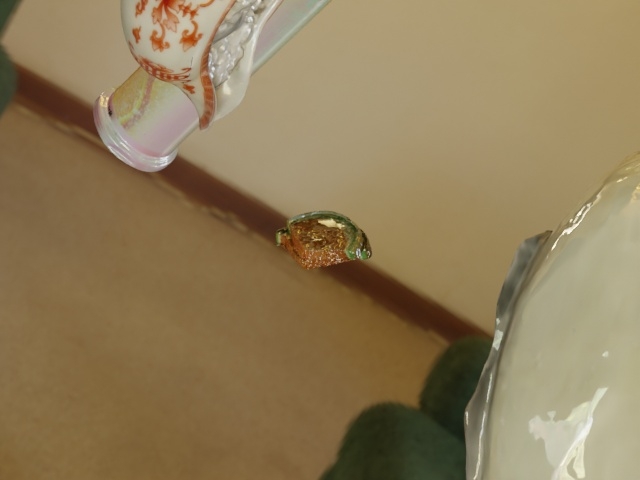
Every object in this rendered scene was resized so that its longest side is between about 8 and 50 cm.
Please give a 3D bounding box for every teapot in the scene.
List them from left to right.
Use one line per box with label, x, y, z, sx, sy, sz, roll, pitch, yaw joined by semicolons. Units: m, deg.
teapot;-0.059;-0.182;0.926;0.159;0.245;0.116;-32;76;-39

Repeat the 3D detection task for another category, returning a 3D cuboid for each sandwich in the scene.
sandwich;0.005;0.000;1.332;0.069;0.026;0.101;-20;27;-18

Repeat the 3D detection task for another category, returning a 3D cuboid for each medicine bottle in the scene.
medicine bottle;-0.072;-0.232;1.493;0.108;0.426;0.108;30;39;-28

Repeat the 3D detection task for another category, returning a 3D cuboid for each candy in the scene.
candy;0.256;0.140;1.076;0.186;0.427;0.386;7;21;37
